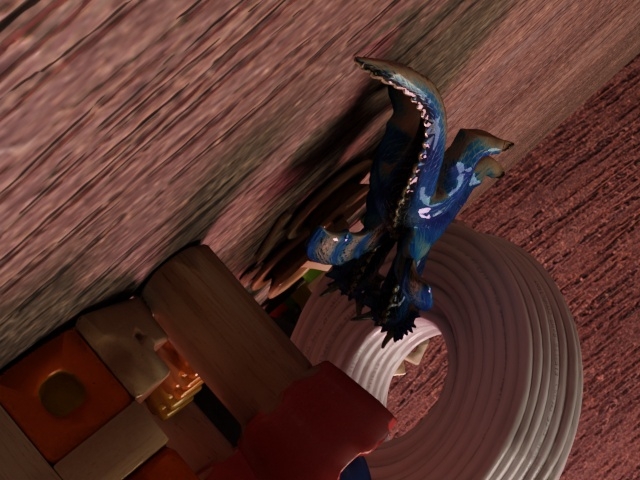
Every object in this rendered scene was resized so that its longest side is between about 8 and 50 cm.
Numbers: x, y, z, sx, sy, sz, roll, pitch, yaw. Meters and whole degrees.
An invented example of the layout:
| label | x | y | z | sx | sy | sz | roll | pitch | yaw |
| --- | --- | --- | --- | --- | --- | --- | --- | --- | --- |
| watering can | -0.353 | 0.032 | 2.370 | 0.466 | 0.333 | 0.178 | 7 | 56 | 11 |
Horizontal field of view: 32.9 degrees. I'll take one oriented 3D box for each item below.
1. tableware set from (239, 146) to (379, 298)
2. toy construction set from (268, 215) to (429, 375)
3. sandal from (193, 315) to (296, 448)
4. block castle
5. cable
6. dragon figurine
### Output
| label | x | y | z | sx | sy | sz | roll | pitch | yaw |
| --- | --- | --- | --- | --- | --- | --- | --- | --- | --- |
| tableware set | 0.000 | 0.000 | 0.871 | 0.128 | 0.039 | 0.194 | -38 | 172 | -29 |
| toy construction set | 0.041 | 0.073 | 1.209 | 0.215 | 0.151 | 0.328 | -40 | 163 | -16 |
| sandal | -0.161 | 0.199 | 0.890 | 0.446 | 0.167 | 0.107 | -46 | 152 | -34 |
| block castle | -0.172 | 0.233 | 0.617 | 0.453 | 0.213 | 0.303 | -38 | 172 | -29 |
| cable | 0.076 | 0.110 | 0.818 | 0.089 | 0.257 | 0.257 | 29 | 93 | -39 |
| dragon figurine | 0.047 | -0.010 | 0.668 | 0.144 | 0.085 | 0.289 | -62 | 170 | -4 |
